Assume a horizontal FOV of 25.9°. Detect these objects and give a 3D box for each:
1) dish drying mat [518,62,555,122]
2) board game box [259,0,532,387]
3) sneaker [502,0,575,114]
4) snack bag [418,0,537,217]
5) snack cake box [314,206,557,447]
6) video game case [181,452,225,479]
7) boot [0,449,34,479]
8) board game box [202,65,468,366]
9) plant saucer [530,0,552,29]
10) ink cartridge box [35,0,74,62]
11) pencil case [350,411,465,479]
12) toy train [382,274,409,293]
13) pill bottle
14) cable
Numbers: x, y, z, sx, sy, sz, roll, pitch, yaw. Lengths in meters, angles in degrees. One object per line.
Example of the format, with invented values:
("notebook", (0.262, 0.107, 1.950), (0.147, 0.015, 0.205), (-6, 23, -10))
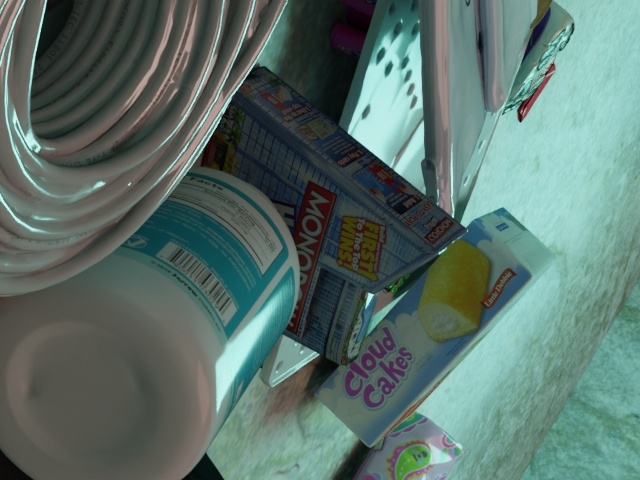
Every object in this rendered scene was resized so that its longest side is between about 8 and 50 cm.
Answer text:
("dish drying mat", (0.270, -0.186, 1.731), (0.083, 0.008, 0.032), (-57, 161, -13))
("board game box", (0.079, -0.094, 1.316), (0.390, 0.050, 0.390), (-30, 144, -55))
("sneaker", (0.208, -0.195, 1.490), (0.068, 0.071, 0.170), (-25, 156, -46))
("snack bag", (0.128, -0.226, 1.066), (0.342, 0.037, 0.323), (-63, 155, -49))
("snack cake box", (0.128, 0.092, 1.510), (0.264, 0.089, 0.152), (-49, 171, 17))
("video game case", (-0.158, 0.237, 0.958), (0.248, 0.035, 0.275), (-61, -162, -1))
("boot", (-0.228, 0.179, 0.882), (0.236, 0.085, 0.178), (-61, 155, 6))
("board game box", (0.000, 0.000, 1.029), (0.060, 0.194, 0.194), (-33, 145, -54))
("plant saucer", (0.211, -0.245, 1.343), (0.083, 0.015, 0.083), (-51, 158, -30))
("ink cartridge box", (-0.168, -0.074, 0.717), (0.239, 0.060, 0.275), (-65, 160, 6))
("pencil case", (0.070, 0.346, 1.794), (0.284, 0.124, 0.124), (-55, 160, -20))
("toy train", (0.085, 0.022, 1.387), (0.083, 0.017, 0.023), (-46, 145, -38))
("pill bottle", (-0.098, 0.041, 0.869), (0.264, 0.146, 0.146), (-54, 165, -66))
("cable", (-0.113, -0.102, 0.603), (0.257, 0.089, 0.257), (-63, 159, 6))
